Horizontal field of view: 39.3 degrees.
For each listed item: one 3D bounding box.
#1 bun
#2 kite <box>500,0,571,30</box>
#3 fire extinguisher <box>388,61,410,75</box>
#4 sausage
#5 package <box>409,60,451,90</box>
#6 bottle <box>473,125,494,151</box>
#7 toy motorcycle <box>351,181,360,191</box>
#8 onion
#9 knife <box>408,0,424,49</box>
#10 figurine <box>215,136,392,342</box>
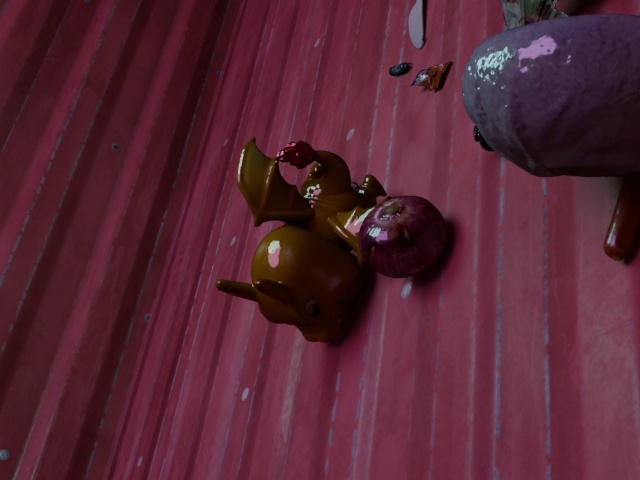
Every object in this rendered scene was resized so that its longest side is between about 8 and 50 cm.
[{"bbox_3d":[0.374,-0.195,1.276,0.362,0.361,0.211,-171,83,-67],"label":"bun"},{"bbox_3d":[0.406,-0.405,1.663,0.323,0.013,0.268,51,150,31],"label":"kite"},{"bbox_3d":[0.207,-0.441,2.290,0.038,0.025,0.083,-45,17,-18],"label":"fire extinguisher"},{"bbox_3d":[0.443,-0.032,1.296,0.039,0.041,0.131,147,146,-73],"label":"sausage"},{"bbox_3d":[0.258,-0.384,2.108,0.110,0.033,0.077,5,46,52],"label":"package"},{"bbox_3d":[0.338,-0.278,1.754,0.082,0.072,0.245,-5,50,14],"label":"bottle"},{"bbox_3d":[0.014,-0.080,2.233,0.221,0.102,0.150,-51,46,35],"label":"toy motorcycle"},{"bbox_3d":[0.162,-0.006,1.754,0.177,0.153,0.177,-44,21,21],"label":"onion"},{"bbox_3d":[0.253,-0.617,2.370,0.081,0.043,0.336,-45,30,50],"label":"knife"},{"bbox_3d":[-0.034,-0.011,1.942,0.268,0.400,0.387,121,174,-70],"label":"figurine"}]
